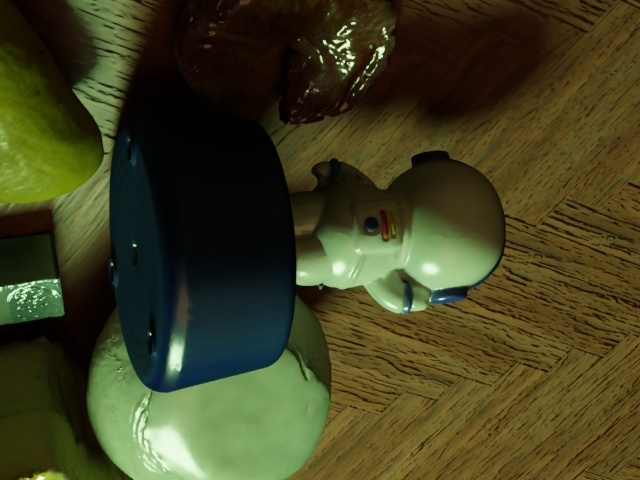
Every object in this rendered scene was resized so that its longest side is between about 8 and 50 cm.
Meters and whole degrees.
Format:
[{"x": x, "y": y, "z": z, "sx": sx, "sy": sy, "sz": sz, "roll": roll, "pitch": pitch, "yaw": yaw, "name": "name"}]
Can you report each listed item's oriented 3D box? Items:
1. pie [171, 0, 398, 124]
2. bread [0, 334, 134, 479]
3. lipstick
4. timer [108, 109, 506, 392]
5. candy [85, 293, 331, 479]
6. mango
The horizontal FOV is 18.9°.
[{"x": -0.029, "y": -0.190, "z": 1.806, "sx": 0.218, "sy": 0.054, "sz": 0.204, "roll": 2, "pitch": 138, "yaw": -20, "name": "pie"}, {"x": -0.355, "y": 0.270, "z": 2.104, "sx": 0.279, "sy": 0.207, "sz": 0.279, "roll": -14, "pitch": 143, "yaw": 8, "name": "bread"}, {"x": -0.424, "y": 0.057, "z": 1.957, "sx": 0.317, "sy": 0.068, "sz": 0.066, "roll": -9, "pitch": 141, "yaw": -8, "name": "lipstick"}, {"x": 0.000, "y": 0.000, "z": 1.876, "sx": 0.383, "sy": 0.270, "sz": 0.270, "roll": -4, "pitch": 139, "yaw": -17, "name": "timer"}, {"x": -0.123, "y": 0.146, "z": 2.069, "sx": 0.295, "sy": 0.185, "sz": 0.295, "roll": -6, "pitch": 119, "yaw": -11, "name": "candy"}, {"x": -0.335, "y": -0.133, "z": 1.710, "sx": 0.195, "sy": 0.142, "sz": 0.332, "roll": -18, "pitch": 143, "yaw": 10, "name": "mango"}]
